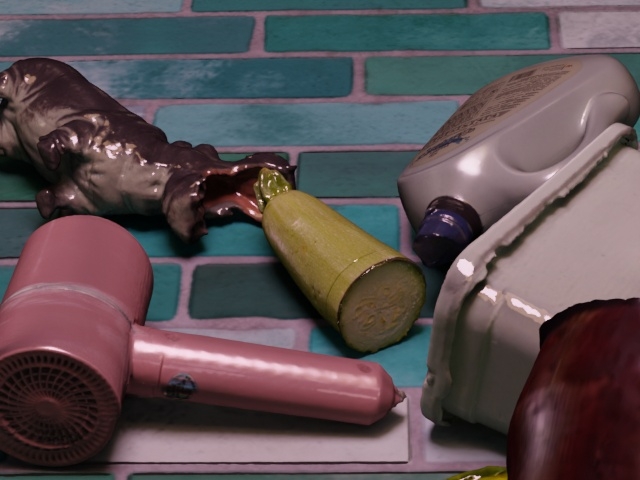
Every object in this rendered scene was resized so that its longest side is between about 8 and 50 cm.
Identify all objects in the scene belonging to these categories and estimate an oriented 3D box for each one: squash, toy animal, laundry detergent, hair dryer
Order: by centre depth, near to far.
[{"bbox_3d":[-0.101,0.097,1.672,0.352,0.125,0.210,9,33,-1],"label":"hair dryer"},{"bbox_3d":[0.000,0.000,1.789,0.094,0.094,0.224,-20,43,-25],"label":"squash"},{"bbox_3d":[0.172,-0.065,1.833,0.215,0.105,0.280,-16,19,34],"label":"laundry detergent"},{"bbox_3d":[-0.199,-0.076,1.924,0.343,0.106,0.168,24,34,24],"label":"toy animal"}]

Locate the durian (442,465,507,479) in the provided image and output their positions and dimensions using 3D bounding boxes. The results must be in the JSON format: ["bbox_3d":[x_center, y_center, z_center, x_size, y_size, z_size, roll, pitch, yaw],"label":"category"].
[{"bbox_3d":[0.138,0.237,1.450,0.250,0.101,0.139,-7,70,-8],"label":"durian"}]

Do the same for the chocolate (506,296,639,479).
[{"bbox_3d":[0.261,0.248,1.221,0.384,0.383,0.331,13,74,21],"label":"chocolate"}]

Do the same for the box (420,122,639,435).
[{"bbox_3d":[0.242,0.058,1.652,0.182,0.175,0.312,28,43,24],"label":"box"}]
